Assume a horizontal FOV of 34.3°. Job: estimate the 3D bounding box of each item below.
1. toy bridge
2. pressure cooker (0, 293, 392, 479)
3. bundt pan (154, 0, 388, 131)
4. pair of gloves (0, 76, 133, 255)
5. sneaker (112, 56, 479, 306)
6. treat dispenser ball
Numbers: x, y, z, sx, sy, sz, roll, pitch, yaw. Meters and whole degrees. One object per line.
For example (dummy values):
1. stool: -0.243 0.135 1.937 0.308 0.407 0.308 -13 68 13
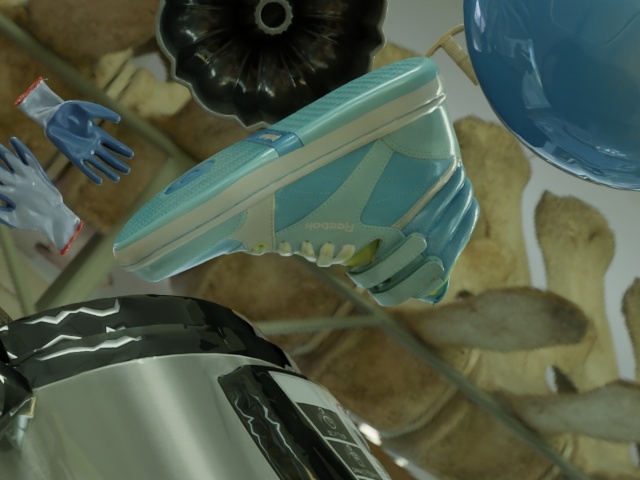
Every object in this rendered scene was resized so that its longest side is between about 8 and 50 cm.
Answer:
1. toy bridge: 0.149 -0.190 1.088 0.063 0.188 0.026 49 9 3
2. pressure cooker: -0.129 0.236 0.645 0.420 0.375 0.370 56 -50 35
3. bundt pan: -0.076 -0.326 1.483 0.331 0.331 0.124 46 3 -18
4. pair of gloves: -0.311 -0.091 1.206 0.159 0.198 0.023 43 -27 -26
5. sneaker: 0.000 0.000 0.896 0.208 0.319 0.127 63 -5 -18
6. treat dispenser ball: 0.252 -0.179 0.780 0.288 0.288 0.288 25 -32 16
